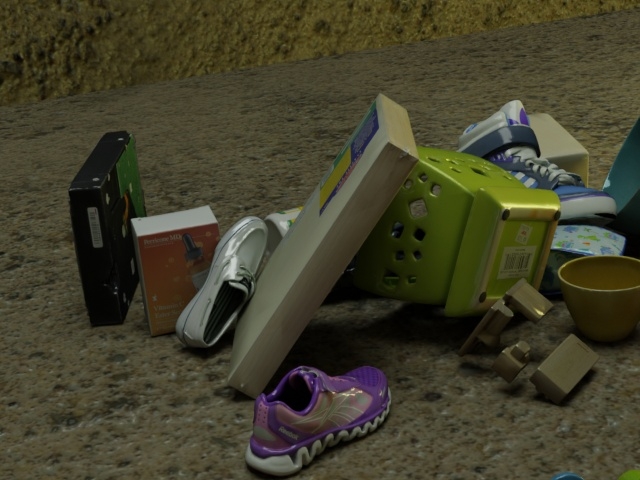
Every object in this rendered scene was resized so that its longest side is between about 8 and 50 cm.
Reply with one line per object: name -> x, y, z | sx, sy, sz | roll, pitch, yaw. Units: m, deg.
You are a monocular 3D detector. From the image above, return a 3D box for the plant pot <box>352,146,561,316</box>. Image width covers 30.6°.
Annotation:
plant pot -> 0.215, -0.003, 1.742 | 0.207, 0.227, 0.228 | 24, 16, 40

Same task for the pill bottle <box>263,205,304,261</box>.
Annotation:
pill bottle -> 0.014, -0.010, 2.005 | 0.208, 0.118, 0.117 | -15, 23, -24

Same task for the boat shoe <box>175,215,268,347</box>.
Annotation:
boat shoe -> -0.130, 0.068, 1.769 | 0.076, 0.083, 0.226 | 12, 70, 50

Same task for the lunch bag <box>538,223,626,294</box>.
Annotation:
lunch bag -> 0.401, 0.028, 1.840 | 0.151, 0.096, 0.129 | -7, 18, 23

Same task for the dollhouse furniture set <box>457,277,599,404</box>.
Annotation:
dollhouse furniture set -> 0.275, 0.166, 1.601 | 0.151, 0.123, 0.144 | 41, 38, 14

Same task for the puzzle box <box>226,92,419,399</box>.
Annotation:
puzzle box -> 0.000, 0.000, 1.649 | 0.052, 0.409, 0.272 | 31, 18, -10

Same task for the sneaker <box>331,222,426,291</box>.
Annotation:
sneaker -> 0.067, 0.017, 1.886 | 0.300, 0.111, 0.121 | -17, 0, -26

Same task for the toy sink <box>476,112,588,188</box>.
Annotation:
toy sink -> 0.399, -0.139, 2.238 | 0.152, 0.131, 0.234 | -8, 25, -7

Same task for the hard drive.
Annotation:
hard drive -> -0.354, -0.031, 1.984 | 0.064, 0.237, 0.339 | -4, 21, 3

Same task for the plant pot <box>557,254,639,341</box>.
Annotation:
plant pot -> 0.409, 0.089, 1.674 | 0.134, 0.095, 0.134 | -5, 20, 2

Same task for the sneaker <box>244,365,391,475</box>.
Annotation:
sneaker -> 0.001, 0.201, 1.467 | 0.095, 0.105, 0.236 | 12, 26, 42

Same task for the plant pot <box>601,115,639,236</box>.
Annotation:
plant pot -> 0.625, -0.114, 1.970 | 0.195, 0.290, 0.290 | 27, 23, -1

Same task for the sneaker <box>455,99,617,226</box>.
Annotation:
sneaker -> 0.356, -0.134, 1.994 | 0.130, 0.236, 0.322 | 10, -11, -42

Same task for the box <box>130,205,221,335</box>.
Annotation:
box -> -0.219, 0.047, 1.835 | 0.130, 0.170, 0.091 | -11, 21, -12

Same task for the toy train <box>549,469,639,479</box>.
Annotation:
toy train -> 0.355, 0.276, 1.204 | 0.248, 0.105, 0.143 | -8, 7, -7
